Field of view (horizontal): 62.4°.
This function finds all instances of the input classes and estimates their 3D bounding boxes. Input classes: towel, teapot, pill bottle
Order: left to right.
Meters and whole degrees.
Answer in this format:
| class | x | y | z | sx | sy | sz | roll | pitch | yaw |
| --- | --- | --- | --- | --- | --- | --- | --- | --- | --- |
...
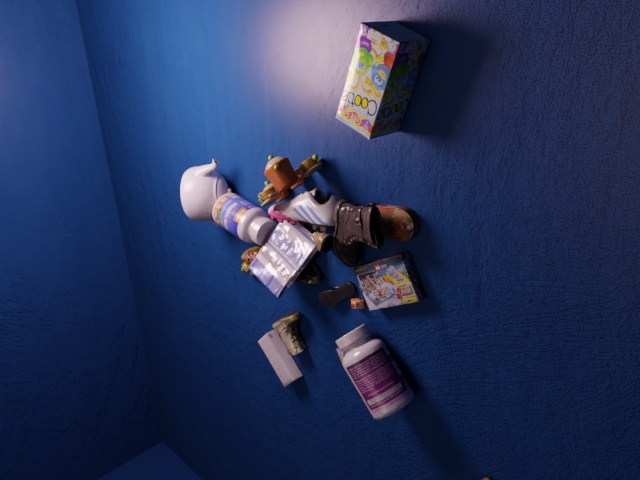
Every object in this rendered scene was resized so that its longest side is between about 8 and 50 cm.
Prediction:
| class | x | y | z | sx | sy | sz | roll | pitch | yaw |
| --- | --- | --- | --- | --- | --- | --- | --- | --- | --- |
| teapot | -0.467 | -0.196 | 2.252 | 0.187 | 0.256 | 0.252 | -1 | 84 | 9 |
| pill bottle | -0.303 | -0.080 | 2.146 | 0.272 | 0.152 | 0.152 | 29 | 127 | 37 |
| towel | -0.140 | 0.055 | 2.013 | 0.209 | 0.034 | 0.285 | 42 | 102 | 28 |
| pill bottle | 0.181 | 0.450 | 1.841 | 0.301 | 0.169 | 0.169 | 59 | 139 | 10 |

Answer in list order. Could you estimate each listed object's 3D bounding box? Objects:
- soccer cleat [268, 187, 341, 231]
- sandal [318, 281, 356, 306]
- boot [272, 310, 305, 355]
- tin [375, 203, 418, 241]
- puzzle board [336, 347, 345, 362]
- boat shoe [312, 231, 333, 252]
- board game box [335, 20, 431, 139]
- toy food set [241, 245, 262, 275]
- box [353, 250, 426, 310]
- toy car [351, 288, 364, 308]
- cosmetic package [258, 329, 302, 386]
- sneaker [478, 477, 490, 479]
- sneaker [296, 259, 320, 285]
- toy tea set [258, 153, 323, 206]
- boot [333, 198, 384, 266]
| class | x | y | z | sx | sy | sz | roll | pitch | yaw |
| --- | --- | --- | --- | --- | --- | --- | --- | --- | --- |
| soccer cleat | -0.051 | -0.121 | 1.894 | 0.331 | 0.116 | 0.143 | 12 | 98 | 39 |
| sandal | 0.068 | 0.198 | 1.959 | 0.179 | 0.040 | 0.067 | -27 | 92 | 36 |
| boot | -0.112 | 0.391 | 2.210 | 0.165 | 0.077 | 0.213 | 61 | 145 | 8 |
| tin | 0.226 | -0.059 | 1.662 | 0.190 | 0.040 | 0.106 | 13 | 120 | 45 |
| puzzle board | 0.116 | 0.454 | 2.037 | 0.128 | 0.011 | 0.096 | -26 | 87 | 50 |
| boat shoe | 0.000 | 0.000 | 1.842 | 0.072 | 0.068 | 0.190 | 42 | 172 | 9 |
| board game box | 0.169 | -0.444 | 1.466 | 0.142 | 0.144 | 0.275 | 40 | 134 | 28 |
| toy food set | -0.285 | 0.095 | 2.268 | 0.218 | 0.071 | 0.128 | -21 | 91 | 50 |
| box | 0.224 | 0.138 | 1.746 | 0.233 | 0.044 | 0.159 | -20 | 92 | 50 |
| toy car | 0.128 | 0.196 | 1.882 | 0.060 | 0.041 | 0.121 | 26 | 125 | 39 |
| cosmetic package | -0.180 | 0.524 | 2.357 | 0.239 | 0.060 | 0.099 | 57 | 137 | 12 |
| sneaker | 0.490 | 0.898 | 1.749 | 0.131 | 0.112 | 0.296 | 53 | 139 | 16 |
| sneaker | -0.101 | 0.109 | 2.077 | 0.267 | 0.101 | 0.106 | 29 | 155 | 30 |
| toy tea set | -0.146 | -0.227 | 1.875 | 0.124 | 0.200 | 0.336 | 57 | 145 | 0 |
| boot | 0.128 | -0.009 | 1.697 | 0.229 | 0.091 | 0.262 | 27 | 131 | 59 |
